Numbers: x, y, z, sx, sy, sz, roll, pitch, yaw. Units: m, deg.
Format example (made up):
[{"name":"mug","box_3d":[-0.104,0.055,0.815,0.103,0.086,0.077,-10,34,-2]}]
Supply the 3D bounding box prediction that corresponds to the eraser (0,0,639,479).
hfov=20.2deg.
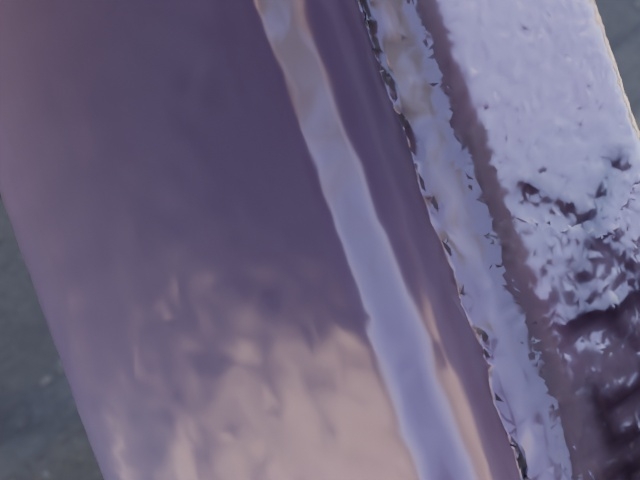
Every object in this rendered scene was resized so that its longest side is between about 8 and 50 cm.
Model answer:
[{"name":"eraser","box_3d":[0.000,0.000,0.706,0.122,0.359,0.272,-23,-174,-40]}]
